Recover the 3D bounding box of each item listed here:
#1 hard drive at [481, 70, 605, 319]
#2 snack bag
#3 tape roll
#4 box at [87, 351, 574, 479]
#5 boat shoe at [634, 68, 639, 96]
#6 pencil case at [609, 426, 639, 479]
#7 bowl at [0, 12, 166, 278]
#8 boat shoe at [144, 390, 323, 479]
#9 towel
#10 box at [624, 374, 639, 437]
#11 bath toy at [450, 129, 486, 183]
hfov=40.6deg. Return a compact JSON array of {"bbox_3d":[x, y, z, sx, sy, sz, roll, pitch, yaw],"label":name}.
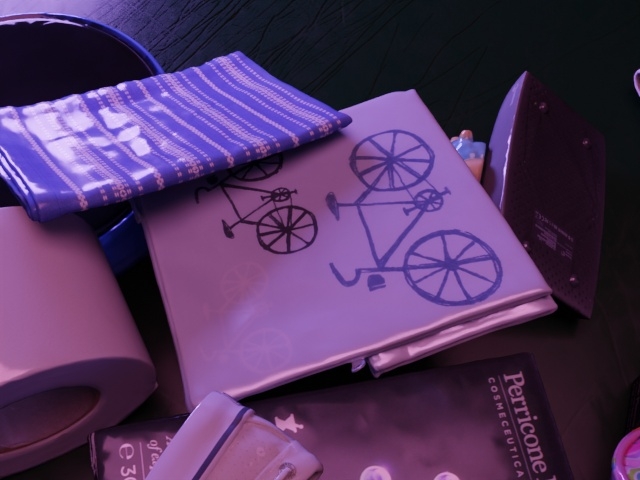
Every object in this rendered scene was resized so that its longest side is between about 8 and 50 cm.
[{"bbox_3d":[0.256,-0.050,0.995,0.172,0.054,0.254,31,58,-28],"label":"hard drive"},{"bbox_3d":[0.000,0.000,0.832,0.343,0.037,0.323,-19,49,-8],"label":"snack bag"},{"bbox_3d":[-0.301,0.104,0.831,0.246,0.246,0.169,-24,67,-14],"label":"tape roll"},{"bbox_3d":[0.022,0.299,0.762,0.396,0.212,0.293,-9,63,-8],"label":"box"},{"bbox_3d":[0.454,-0.108,1.057,0.096,0.098,0.277,-6,54,-5],"label":"boat shoe"},{"bbox_3d":[0.297,0.287,0.737,0.124,0.284,0.124,-4,32,2],"label":"pencil case"},{"bbox_3d":[-0.350,-0.112,1.035,0.391,0.077,0.391,1,63,-1],"label":"bowl"},{"bbox_3d":[-0.101,0.288,0.582,0.156,0.136,0.367,27,55,9],"label":"boat shoe"},{"bbox_3d":[-0.172,-0.122,0.892,0.336,0.040,0.243,-21,36,-26],"label":"towel"},{"bbox_3d":[0.368,0.196,0.857,0.093,0.158,0.156,16,63,6],"label":"box"},{"bbox_3d":[0.010,-0.085,1.010,0.348,0.151,0.129,9,90,6],"label":"bath toy"}]
